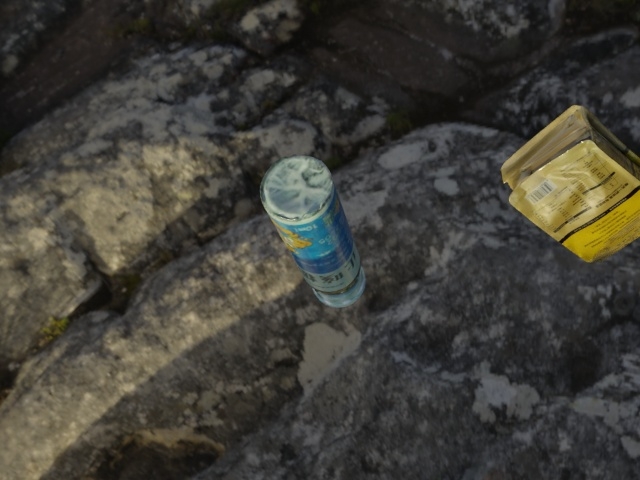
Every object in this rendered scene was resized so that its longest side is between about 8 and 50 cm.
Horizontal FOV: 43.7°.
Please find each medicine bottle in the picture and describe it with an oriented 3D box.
[{"bbox_3d":[0.000,0.000,0.602,0.051,0.191,0.051,-4,67,10],"label":"medicine bottle"}]

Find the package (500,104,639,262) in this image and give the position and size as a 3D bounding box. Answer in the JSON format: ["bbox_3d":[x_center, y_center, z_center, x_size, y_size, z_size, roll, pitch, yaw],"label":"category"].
[{"bbox_3d":[0.188,-0.026,0.534,0.071,0.131,0.047,-41,32,28],"label":"package"}]
